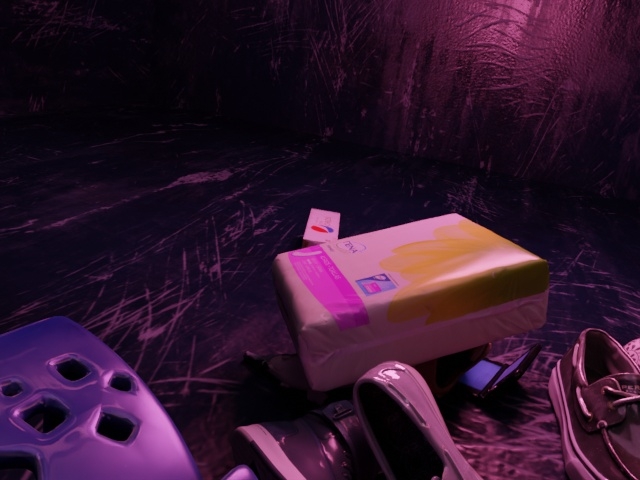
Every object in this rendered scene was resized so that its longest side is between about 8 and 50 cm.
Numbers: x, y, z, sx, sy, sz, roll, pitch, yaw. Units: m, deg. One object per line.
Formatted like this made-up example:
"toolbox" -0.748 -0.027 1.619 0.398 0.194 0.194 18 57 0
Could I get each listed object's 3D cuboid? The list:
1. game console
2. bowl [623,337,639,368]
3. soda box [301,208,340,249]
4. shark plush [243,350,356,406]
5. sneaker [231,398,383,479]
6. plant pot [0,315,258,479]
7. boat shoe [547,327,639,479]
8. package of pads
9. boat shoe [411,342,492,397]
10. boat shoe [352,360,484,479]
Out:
"game console" 0.244 0.177 0.825 0.071 0.107 0.122 48 34 16
"bowl" 0.545 0.195 0.892 0.170 0.080 0.170 8 18 -3
"soda box" 0.000 0.000 1.199 0.069 0.074 0.216 9 19 0
"shark plush" -0.029 0.179 0.764 0.161 0.073 0.067 -6 -7 21
"sneaker" 0.033 0.233 0.541 0.163 0.086 0.226 -5 23 -30
"plant pot" -0.169 0.212 0.305 0.212 0.236 0.236 24 23 21
"boat shoe" 0.356 0.212 0.697 0.121 0.119 0.335 10 19 1
"package of pads" 0.097 0.062 0.730 0.296 0.101 0.229 -13 20 -9
"boat shoe" 0.188 0.135 0.809 0.116 0.123 0.324 -3 18 39
"boat shoe" 0.094 0.216 0.502 0.081 0.079 0.227 3 52 -56
